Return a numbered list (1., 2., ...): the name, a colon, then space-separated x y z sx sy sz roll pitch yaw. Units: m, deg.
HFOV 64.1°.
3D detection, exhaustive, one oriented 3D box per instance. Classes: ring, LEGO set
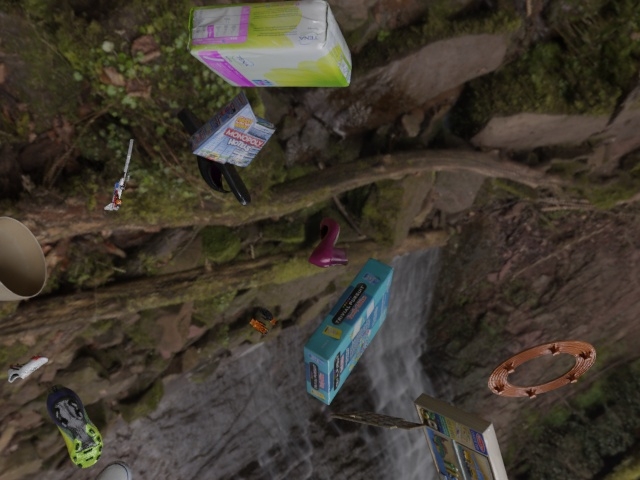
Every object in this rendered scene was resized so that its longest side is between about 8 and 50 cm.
1. ring: 0.692 0.413 1.595 0.336 0.032 0.337 -5 138 -5
2. LEGO set: -0.717 -0.218 1.822 0.060 0.245 0.182 11 154 -23

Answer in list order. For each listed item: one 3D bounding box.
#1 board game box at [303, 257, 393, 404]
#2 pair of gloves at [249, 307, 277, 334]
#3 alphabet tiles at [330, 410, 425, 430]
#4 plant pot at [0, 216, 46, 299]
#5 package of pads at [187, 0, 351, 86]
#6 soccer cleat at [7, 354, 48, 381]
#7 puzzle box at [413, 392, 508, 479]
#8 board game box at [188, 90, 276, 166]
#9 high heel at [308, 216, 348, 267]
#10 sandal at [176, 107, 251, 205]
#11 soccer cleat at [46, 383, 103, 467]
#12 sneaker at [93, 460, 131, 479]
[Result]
1. board game box: 0.080 0.249 1.416 0.336 0.079 0.254 -49 154 -33
2. pair of gloves: -0.185 0.263 1.668 0.010 0.074 0.083 -44 -173 48
3. alphabet tiles: 0.179 0.534 1.520 0.237 0.009 0.198 0 167 33
4. plant pot: -1.104 0.085 1.726 0.190 0.284 0.284 -19 169 5
5. package of pads: -0.099 -0.399 1.059 0.296 0.101 0.229 4 178 14
6. soccer cleat: -0.580 0.254 1.014 0.083 0.036 0.029 -19 142 -1
7. puzzle box: 0.464 0.703 1.637 0.052 0.409 0.272 -33 -157 -31
8. board game box: -0.213 -0.289 1.353 0.194 0.060 0.194 13 131 -45
9. high heel: 0.000 0.000 1.535 0.117 0.244 0.082 4 127 -16
10. sandal: -0.411 -0.295 1.927 0.107 0.446 0.167 -37 171 8
11. soccer cleat: -0.707 0.534 1.478 0.093 0.121 0.289 -26 125 -30
12. sneaker: -0.511 0.621 1.134 0.258 0.094 0.091 -63 178 -20
